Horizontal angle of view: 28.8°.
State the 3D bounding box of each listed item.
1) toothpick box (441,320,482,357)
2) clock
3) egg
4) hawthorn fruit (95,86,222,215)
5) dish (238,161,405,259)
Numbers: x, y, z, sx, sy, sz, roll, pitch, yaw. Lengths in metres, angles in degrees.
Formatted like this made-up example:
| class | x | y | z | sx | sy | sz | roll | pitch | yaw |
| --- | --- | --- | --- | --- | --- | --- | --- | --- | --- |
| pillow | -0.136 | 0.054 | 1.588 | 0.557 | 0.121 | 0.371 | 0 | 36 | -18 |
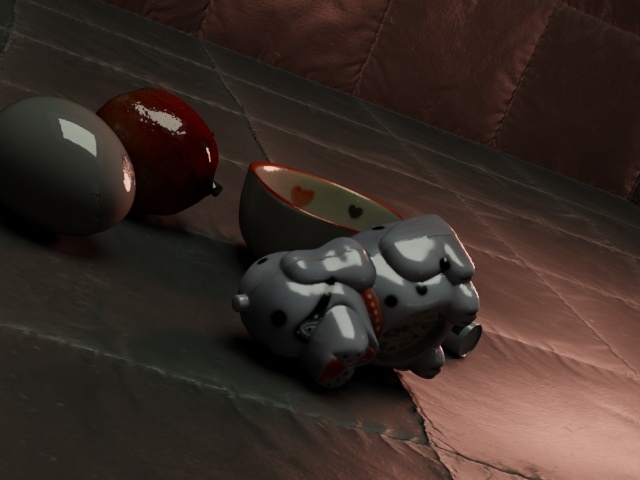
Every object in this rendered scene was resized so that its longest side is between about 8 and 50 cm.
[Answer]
| class | x | y | z | sx | sy | sz | roll | pitch | yaw |
| --- | --- | --- | --- | --- | --- | --- | --- | --- | --- |
| toothpick box | 0.162 | 0.109 | 1.612 | 0.083 | 0.052 | 0.052 | 31 | 16 | 29 |
| clock | 0.023 | 0.068 | 1.348 | 0.254 | 0.188 | 0.189 | -6 | 29 | -39 |
| egg | -0.296 | -0.083 | 1.411 | 0.199 | 0.146 | 0.146 | 37 | 18 | 26 |
| hawthorn fruit | -0.213 | -0.107 | 1.629 | 0.188 | 0.169 | 0.169 | 40 | 19 | 19 |
| dish | 0.000 | 0.000 | 1.634 | 0.256 | 0.117 | 0.256 | 22 | 14 | -6 |
